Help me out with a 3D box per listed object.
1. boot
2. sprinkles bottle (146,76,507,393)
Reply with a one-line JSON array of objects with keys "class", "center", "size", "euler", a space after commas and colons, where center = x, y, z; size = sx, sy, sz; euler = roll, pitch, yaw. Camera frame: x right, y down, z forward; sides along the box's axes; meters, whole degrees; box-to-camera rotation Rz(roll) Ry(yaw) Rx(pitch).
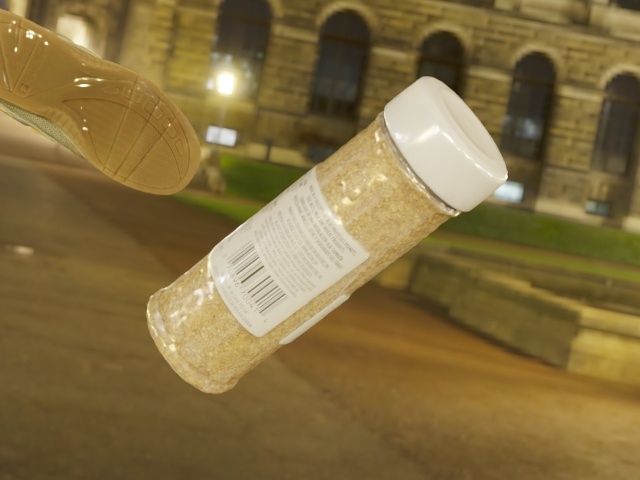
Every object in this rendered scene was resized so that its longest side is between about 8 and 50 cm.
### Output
[{"class": "boot", "center": [-0.250, -0.141, 1.317], "size": [0.262, 0.095, 0.203], "euler": [29, -1, -31]}, {"class": "sprinkles bottle", "center": [0.000, 0.000, 1.288], "size": [0.121, 0.355, 0.121], "euler": [43, 22, -23]}]
